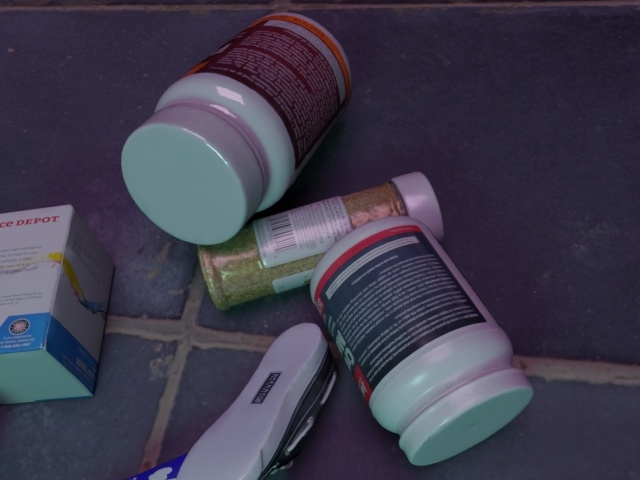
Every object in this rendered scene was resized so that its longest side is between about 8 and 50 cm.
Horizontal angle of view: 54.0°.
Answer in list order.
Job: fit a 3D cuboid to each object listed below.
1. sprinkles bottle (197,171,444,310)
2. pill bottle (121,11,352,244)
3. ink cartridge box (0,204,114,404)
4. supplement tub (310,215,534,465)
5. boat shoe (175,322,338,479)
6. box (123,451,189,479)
[{"bbox_3d":[0.000,0.000,0.947,0.355,0.121,0.121,-16,55,-3],"label":"sprinkles bottle"},{"bbox_3d":[-0.114,-0.181,0.964,0.224,0.224,0.392,13,40,16],"label":"pill bottle"},{"bbox_3d":[-0.423,0.094,0.913,0.171,0.168,0.233,-6,55,3],"label":"ink cartridge box"},{"bbox_3d":[0.120,0.120,0.803,0.191,0.191,0.272,-24,55,-9],"label":"supplement tub"},{"bbox_3d":[-0.065,0.240,0.780,0.108,0.102,0.301,-8,32,36],"label":"boat shoe"},{"bbox_3d":[-0.175,0.346,0.763,0.126,0.072,0.137,-22,56,-6],"label":"box"}]
